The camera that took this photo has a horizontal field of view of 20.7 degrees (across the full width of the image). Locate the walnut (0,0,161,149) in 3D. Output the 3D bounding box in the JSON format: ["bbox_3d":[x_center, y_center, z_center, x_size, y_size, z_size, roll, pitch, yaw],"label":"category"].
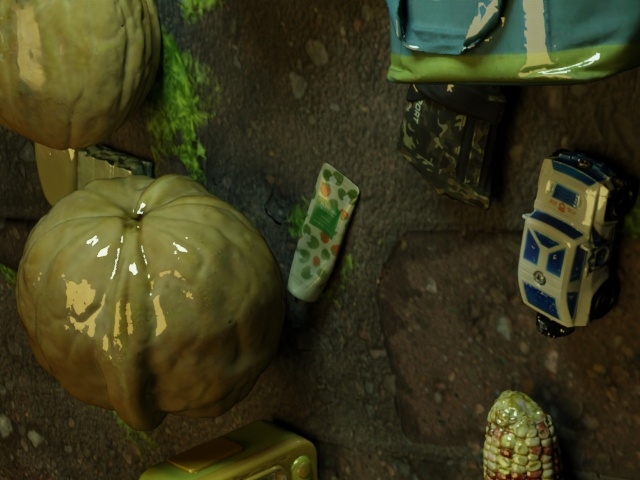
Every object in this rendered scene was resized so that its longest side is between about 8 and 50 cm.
[{"bbox_3d":[-0.287,-0.231,1.922,0.225,0.225,0.261,8,107,48],"label":"walnut"}]

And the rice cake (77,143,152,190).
[{"bbox_3d":[-0.245,-0.007,2.111,0.124,0.038,0.211,20,122,43],"label":"rice cake"}]

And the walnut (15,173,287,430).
[{"bbox_3d":[-0.180,0.064,1.883,0.296,0.285,0.285,6,115,13],"label":"walnut"}]

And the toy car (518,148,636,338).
[{"bbox_3d":[0.218,0.007,1.543,0.080,0.070,0.171,31,128,37],"label":"toy car"}]

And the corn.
[{"bbox_3d":[0.197,0.266,1.679,0.086,0.086,0.253,16,116,45],"label":"corn"}]

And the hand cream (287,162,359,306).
[{"bbox_3d":[0.000,0.000,1.835,0.057,0.037,0.165,39,127,32],"label":"hand cream"}]

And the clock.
[{"bbox_3d":[-0.100,0.296,1.946,0.096,0.202,0.143,24,124,43],"label":"clock"}]

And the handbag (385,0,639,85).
[{"bbox_3d":[0.168,-0.248,1.365,0.263,0.222,0.241,4,105,51],"label":"handbag"}]

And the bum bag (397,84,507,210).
[{"bbox_3d":[0.127,-0.143,1.581,0.102,0.069,0.248,13,121,6],"label":"bum bag"}]

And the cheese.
[{"bbox_3d":[-0.318,-0.055,2.174,0.097,0.037,0.192,28,126,41],"label":"cheese"}]
